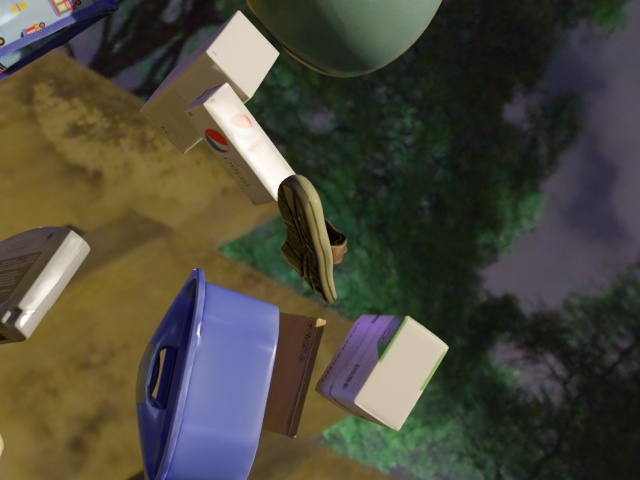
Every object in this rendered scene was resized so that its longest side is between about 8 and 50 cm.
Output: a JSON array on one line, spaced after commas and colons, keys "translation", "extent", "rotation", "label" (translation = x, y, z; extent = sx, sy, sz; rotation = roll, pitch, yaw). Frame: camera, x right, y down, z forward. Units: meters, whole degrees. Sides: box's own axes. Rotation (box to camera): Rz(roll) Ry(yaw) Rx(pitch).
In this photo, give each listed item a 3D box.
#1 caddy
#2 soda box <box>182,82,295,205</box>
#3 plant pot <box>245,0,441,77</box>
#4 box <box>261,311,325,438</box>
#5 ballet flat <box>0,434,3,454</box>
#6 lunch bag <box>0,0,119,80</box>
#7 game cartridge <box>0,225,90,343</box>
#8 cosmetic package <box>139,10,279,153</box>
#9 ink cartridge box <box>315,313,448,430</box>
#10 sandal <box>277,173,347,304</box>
[{"translation": [-0.187, 0.215, 1.572], "extent": [0.241, 0.179, 0.341], "rotation": [159, -56, -72], "label": "caddy"}, {"translation": [-0.138, -0.166, 1.817], "extent": [0.074, 0.069, 0.216], "rotation": [-9, -55, 53], "label": "soda box"}, {"translation": [-0.003, -0.379, 1.350], "extent": [0.290, 0.195, 0.290], "rotation": [-9, -105, 37], "label": "plant pot"}, {"translation": [-0.073, 0.222, 1.772], "extent": [0.164, 0.021, 0.201], "rotation": [4, -104, 52], "label": "box"}, {"translation": [-0.348, 0.162, 0.946], "extent": [0.248, 0.086, 0.086], "rotation": [-6, -69, 56], "label": "ballet flat"}, {"translation": [-0.428, -0.347, 1.367], "extent": [0.221, 0.293, 0.138], "rotation": [61, -2, -2], "label": "lunch bag"}, {"translation": [-0.472, 0.070, 1.573], "extent": [0.297, 0.198, 0.062], "rotation": [-10, -52, 45], "label": "game cartridge"}, {"translation": [-0.233, -0.339, 2.226], "extent": [0.138, 0.224, 0.225], "rotation": [44, -55, -15], "label": "cosmetic package"}, {"translation": [0.094, 0.208, 1.689], "extent": [0.093, 0.160, 0.219], "rotation": [35, -11, -11], "label": "ink cartridge box"}, {"translation": [0.001, 0.000, 1.606], "extent": [0.120, 0.086, 0.302], "rotation": [47, -20, 26], "label": "sandal"}]
